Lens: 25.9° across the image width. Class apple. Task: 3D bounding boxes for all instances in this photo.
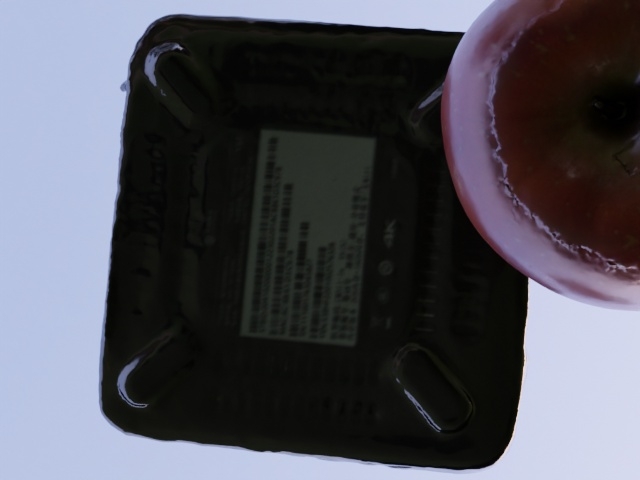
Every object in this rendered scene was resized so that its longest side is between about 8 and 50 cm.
[{"bbox_3d":[0.148,-0.053,0.674,0.181,0.168,0.181,0,-93,6],"label":"apple"}]

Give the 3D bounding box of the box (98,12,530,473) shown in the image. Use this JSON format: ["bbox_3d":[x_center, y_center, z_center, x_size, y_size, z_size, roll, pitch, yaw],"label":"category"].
[{"bbox_3d":[0.000,0.000,0.922,0.289,0.073,0.290,6,-92,6],"label":"box"}]
